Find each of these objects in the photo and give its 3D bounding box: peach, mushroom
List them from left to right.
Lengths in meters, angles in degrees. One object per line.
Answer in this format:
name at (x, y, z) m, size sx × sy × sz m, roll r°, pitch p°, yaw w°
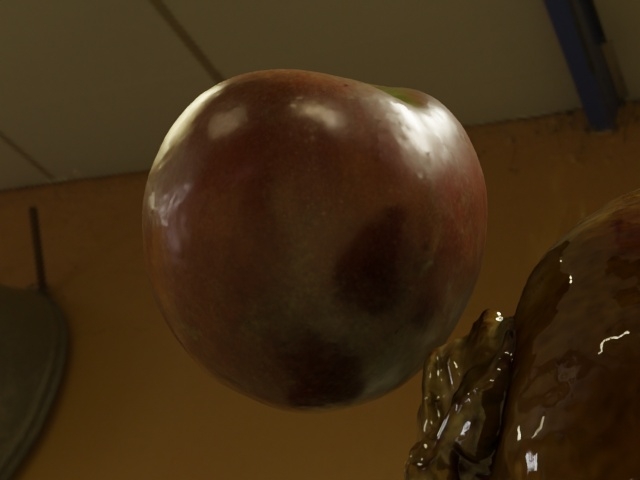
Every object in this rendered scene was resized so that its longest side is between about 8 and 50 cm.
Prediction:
peach at (0.000, 0.000, 0.635) m, size 0.252 × 0.252 × 0.252 m, roll 11°, pitch -31°, yaw 7°
mushroom at (0.171, 0.085, 0.372) m, size 0.283 × 0.263 × 0.195 m, roll -10°, pitch -32°, yaw 20°
